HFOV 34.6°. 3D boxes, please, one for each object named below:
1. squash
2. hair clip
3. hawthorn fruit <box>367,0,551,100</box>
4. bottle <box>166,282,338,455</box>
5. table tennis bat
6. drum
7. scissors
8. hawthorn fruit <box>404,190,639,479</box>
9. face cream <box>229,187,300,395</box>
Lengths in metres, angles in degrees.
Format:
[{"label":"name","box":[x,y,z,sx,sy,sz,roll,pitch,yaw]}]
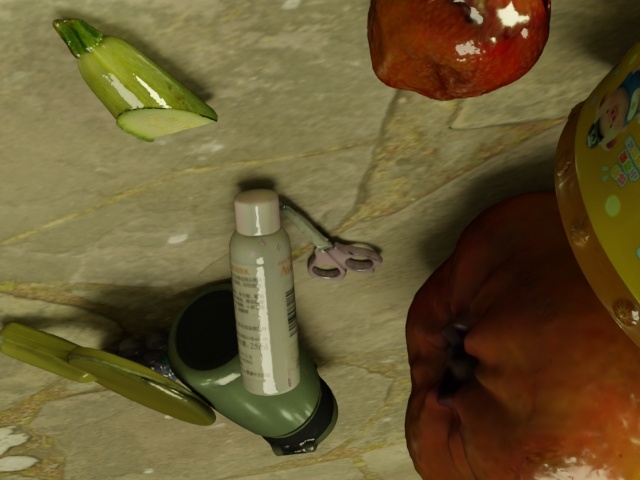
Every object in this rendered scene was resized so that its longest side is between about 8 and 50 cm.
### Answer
[{"label":"squash","box":[-0.202,-0.161,1.078,0.090,0.075,0.200,4,156,44]},{"label":"hair clip","box":[-0.260,0.183,1.630,0.195,0.052,0.124,-11,141,1]},{"label":"hawthorn fruit","box":[0.122,-0.206,0.953,0.179,0.173,0.173,-24,140,29]},{"label":"bottle","box":[-0.086,0.211,1.559,0.168,0.168,0.347,-14,144,18]},{"label":"table tennis bat","box":[-0.317,0.194,1.508,0.368,0.054,0.224,16,158,19]},{"label":"drum","box":[0.449,-0.052,0.974,0.431,0.431,0.214,12,143,-20]},{"label":"scissors","box":[0.000,0.001,1.379,0.110,0.021,0.212,-15,145,24]},{"label":"hawthorn fruit","box":[0.335,0.174,1.300,0.471,0.472,0.472,-1,146,-1]},{"label":"face cream","box":[-0.073,0.065,1.315,0.082,0.082,0.269,-2,111,1]}]
